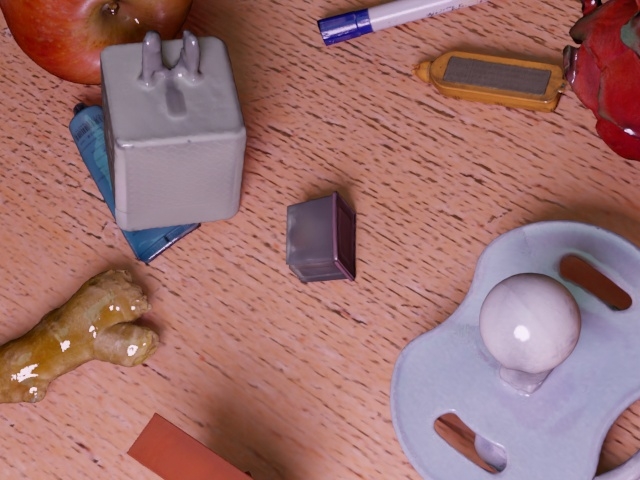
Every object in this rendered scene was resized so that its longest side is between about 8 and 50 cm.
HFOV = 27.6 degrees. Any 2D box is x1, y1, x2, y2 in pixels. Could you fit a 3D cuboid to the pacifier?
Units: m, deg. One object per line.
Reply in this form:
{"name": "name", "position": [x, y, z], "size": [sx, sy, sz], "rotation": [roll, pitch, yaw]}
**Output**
{"name": "pacifier", "position": [0.200, 0.104, 1.162], "size": [0.244, 0.233, 0.299], "rotation": [34, 79, 25]}

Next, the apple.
{"name": "apple", "position": [-0.275, -0.317, 1.519], "size": [0.242, 0.242, 0.241], "rotation": [-37, 53, -3]}

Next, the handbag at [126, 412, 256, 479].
{"name": "handbag", "position": [-0.087, 0.236, 1.208], "size": [0.127, 0.190, 0.063], "rotation": [29, 77, 26]}

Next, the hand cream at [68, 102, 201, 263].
{"name": "hand cream", "position": [-0.224, -0.077, 1.499], "size": [0.083, 0.048, 0.224], "rotation": [-35, 66, -2]}

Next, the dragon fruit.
{"name": "dragon fruit", "position": [0.340, -0.166, 1.279], "size": [0.192, 0.274, 0.193], "rotation": [6, 89, -22]}

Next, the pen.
{"name": "pen", "position": [0.128, -0.271, 1.490], "size": [0.269, 0.033, 0.033], "rotation": [-14, 61, 9]}

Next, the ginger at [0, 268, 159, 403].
{"name": "ginger", "position": [-0.316, 0.125, 1.409], "size": [0.299, 0.065, 0.118], "rotation": [-23, 56, 8]}

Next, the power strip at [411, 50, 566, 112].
{"name": "power strip", "position": [0.182, -0.175, 1.425], "size": [0.178, 0.028, 0.049], "rotation": [12, 69, 22]}

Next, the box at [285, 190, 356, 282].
{"name": "box", "position": [0.000, 0.000, 1.378], "size": [0.063, 0.060, 0.084], "rotation": [-9, 63, 18]}

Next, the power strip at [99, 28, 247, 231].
{"name": "power strip", "position": [-0.157, -0.129, 1.380], "size": [0.139, 0.224, 0.140], "rotation": [-6, 60, -11]}
